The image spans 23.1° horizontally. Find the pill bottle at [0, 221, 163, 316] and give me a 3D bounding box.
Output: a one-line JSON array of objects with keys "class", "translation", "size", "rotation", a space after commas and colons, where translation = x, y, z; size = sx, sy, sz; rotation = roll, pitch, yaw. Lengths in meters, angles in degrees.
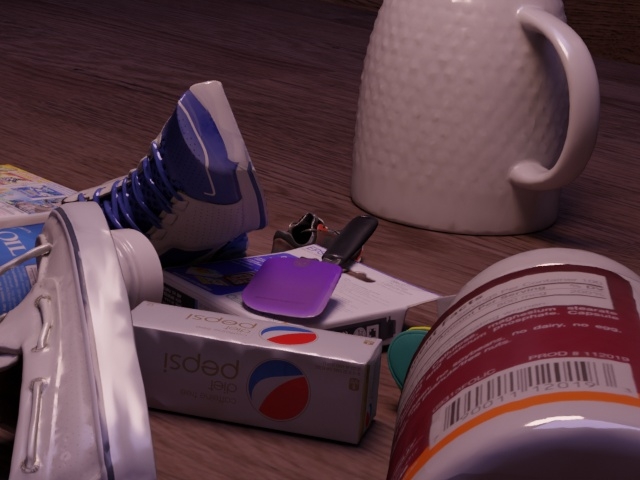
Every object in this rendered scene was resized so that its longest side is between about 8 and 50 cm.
[{"class": "pill bottle", "translation": [-0.253, 0.047, 1.376], "size": [0.221, 0.124, 0.124], "rotation": [-10, 22, -44]}]

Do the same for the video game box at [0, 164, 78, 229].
[{"class": "video game box", "translation": [-0.376, -0.037, 1.773], "size": [0.187, 0.048, 0.205], "rotation": [-12, 24, -42]}]

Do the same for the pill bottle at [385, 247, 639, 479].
[{"class": "pill bottle", "translation": [0.153, 0.145, 0.979], "size": [0.224, 0.224, 0.392], "rotation": [7, 16, 5]}]

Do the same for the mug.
[{"class": "mug", "translation": [0.213, -0.188, 1.973], "size": [0.276, 0.328, 0.374], "rotation": [-5, 19, -32]}]

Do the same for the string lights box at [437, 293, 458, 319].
[{"class": "string lights box", "translation": [0.254, 0.076, 1.442], "size": [0.259, 0.077, 0.133], "rotation": [-2, -6, -23]}]

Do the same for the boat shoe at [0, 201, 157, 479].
[{"class": "boat shoe", "translation": [-0.217, 0.097, 1.167], "size": [0.156, 0.136, 0.367], "rotation": [-6, 38, -11]}]

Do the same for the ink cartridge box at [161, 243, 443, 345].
[{"class": "ink cartridge box", "translation": [-0.023, 0.060, 1.543], "size": [0.208, 0.045, 0.206], "rotation": [-10, 21, -37]}]

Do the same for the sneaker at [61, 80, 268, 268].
[{"class": "sneaker", "translation": [-0.161, -0.027, 1.559], "size": [0.182, 0.127, 0.315], "rotation": [-18, -16, -14]}]

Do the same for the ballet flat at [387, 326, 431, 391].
[{"class": "ballet flat", "translation": [0.155, 0.138, 1.305], "size": [0.231, 0.077, 0.077], "rotation": [24, 3, 42]}]

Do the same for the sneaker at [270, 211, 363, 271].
[{"class": "sneaker", "translation": [0.000, 0.000, 1.728], "size": [0.061, 0.065, 0.158], "rotation": [14, 18, 29]}]

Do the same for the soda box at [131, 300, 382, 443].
[{"class": "soda box", "translation": [-0.061, 0.108, 1.311], "size": [0.216, 0.074, 0.069], "rotation": [8, 16, 12]}]

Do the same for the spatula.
[{"class": "spatula", "translation": [0.005, 0.018, 1.561], "size": [0.084, 0.030, 0.296], "rotation": [7, 16, 17]}]
